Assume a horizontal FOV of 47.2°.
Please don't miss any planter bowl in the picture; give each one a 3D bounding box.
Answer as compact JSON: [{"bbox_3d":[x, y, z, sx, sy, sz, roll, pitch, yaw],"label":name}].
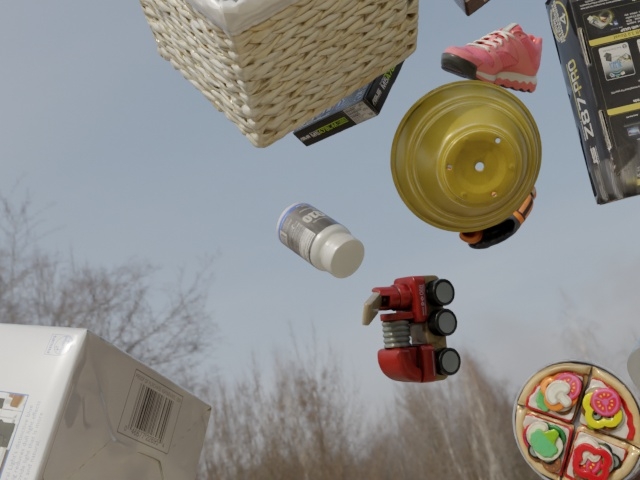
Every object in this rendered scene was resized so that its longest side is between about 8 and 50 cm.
[{"bbox_3d":[0.208,-0.106,0.999,0.217,0.217,0.090,-17,14,2],"label":"planter bowl"}]

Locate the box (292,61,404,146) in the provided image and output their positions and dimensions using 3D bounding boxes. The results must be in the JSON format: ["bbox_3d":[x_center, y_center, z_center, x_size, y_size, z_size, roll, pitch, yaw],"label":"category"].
[{"bbox_3d":[0.055,-0.261,1.254,0.045,0.184,0.190,39,-32,-27],"label":"box"}]

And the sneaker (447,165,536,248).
[{"bbox_3d":[0.336,-0.086,1.754,0.321,0.180,0.124,11,-33,36],"label":"sneaker"}]

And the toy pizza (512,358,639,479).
[{"bbox_3d":[0.389,0.282,1.117,0.201,0.201,0.032,-28,-21,27],"label":"toy pizza"}]

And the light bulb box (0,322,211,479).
[{"bbox_3d":[-0.409,0.277,1.036,0.361,0.225,0.358,1,-27,21],"label":"light bulb box"}]

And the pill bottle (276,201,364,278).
[{"bbox_3d":[0.000,0.000,1.122,0.078,0.137,0.078,-21,-54,-31],"label":"pill bottle"}]

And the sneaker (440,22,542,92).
[{"bbox_3d":[0.372,-0.406,1.576,0.314,0.116,0.136,-5,-62,-44],"label":"sneaker"}]

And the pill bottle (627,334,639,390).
[{"bbox_3d":[0.721,0.119,1.318,0.392,0.224,0.224,-46,-8,-29],"label":"pill bottle"}]

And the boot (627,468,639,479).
[{"bbox_3d":[0.638,0.447,1.387,0.106,0.037,0.114,18,-62,-29],"label":"boot"}]

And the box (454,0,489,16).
[{"bbox_3d":[0.262,-0.531,1.247,0.168,0.167,0.203,-37,-16,8],"label":"box"}]

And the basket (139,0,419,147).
[{"bbox_3d":[-0.068,-0.371,1.045,0.331,0.328,0.266,-36,-30,-16],"label":"basket"}]

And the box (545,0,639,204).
[{"bbox_3d":[0.554,-0.248,1.034,0.395,0.318,0.097,-14,-5,-2],"label":"box"}]

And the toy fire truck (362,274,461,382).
[{"bbox_3d":[0.156,0.180,1.469,0.246,0.217,0.158,0,-7,-29],"label":"toy fire truck"}]
